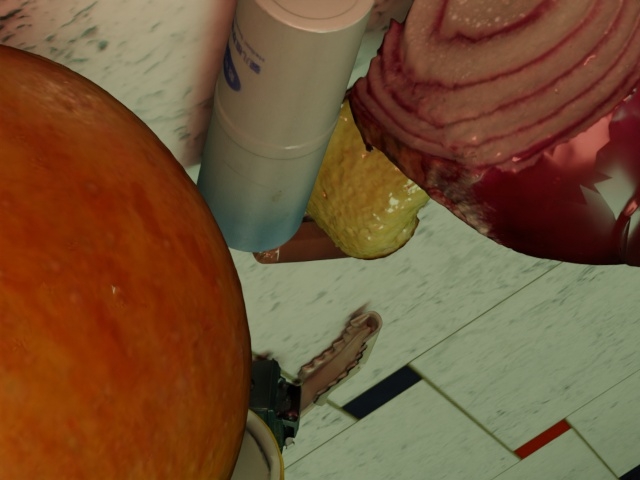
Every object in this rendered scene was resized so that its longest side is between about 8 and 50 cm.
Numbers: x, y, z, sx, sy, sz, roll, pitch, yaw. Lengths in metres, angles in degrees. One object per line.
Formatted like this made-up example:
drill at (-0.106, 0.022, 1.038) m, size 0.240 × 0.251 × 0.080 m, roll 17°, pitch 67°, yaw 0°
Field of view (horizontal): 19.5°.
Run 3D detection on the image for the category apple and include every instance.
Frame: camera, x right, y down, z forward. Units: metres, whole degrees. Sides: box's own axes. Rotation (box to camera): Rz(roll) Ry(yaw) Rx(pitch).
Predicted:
apple at (-0.223, 0.102, 0.908) m, size 0.400 × 0.333 × 0.400 m, roll -26°, pitch 159°, yaw -11°

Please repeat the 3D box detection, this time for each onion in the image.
onion at (0.166, -0.084, 1.139) m, size 0.216 × 0.206 × 0.207 m, roll -51°, pitch 145°, yaw 5°

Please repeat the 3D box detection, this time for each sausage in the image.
sausage at (0.000, 0.000, 1.427) m, size 0.147 × 0.035 × 0.030 m, roll -3°, pitch 145°, yaw -50°

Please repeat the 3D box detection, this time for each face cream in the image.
face cream at (-0.026, -0.084, 1.130) m, size 0.077 × 0.077 × 0.250 m, roll -23°, pitch 157°, yaw -22°

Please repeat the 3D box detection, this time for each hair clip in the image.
hair clip at (0.001, 0.133, 1.739) m, size 0.072 × 0.034 × 0.226 m, roll -7°, pitch 148°, yaw -50°

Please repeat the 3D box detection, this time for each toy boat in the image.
toy boat at (-0.046, 0.162, 1.679) m, size 0.060 × 0.055 × 0.141 m, roll 3°, pitch 148°, yaw 3°

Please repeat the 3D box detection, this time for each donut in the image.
donut at (0.082, -0.068, 1.315) m, size 0.217 × 0.085 × 0.141 m, roll -30°, pitch 160°, yaw 1°

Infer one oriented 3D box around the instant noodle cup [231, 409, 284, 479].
instant noodle cup at (-0.115, 0.254, 1.642) m, size 0.215 × 0.215 × 0.236 m, roll -22°, pitch 150°, yaw -24°
